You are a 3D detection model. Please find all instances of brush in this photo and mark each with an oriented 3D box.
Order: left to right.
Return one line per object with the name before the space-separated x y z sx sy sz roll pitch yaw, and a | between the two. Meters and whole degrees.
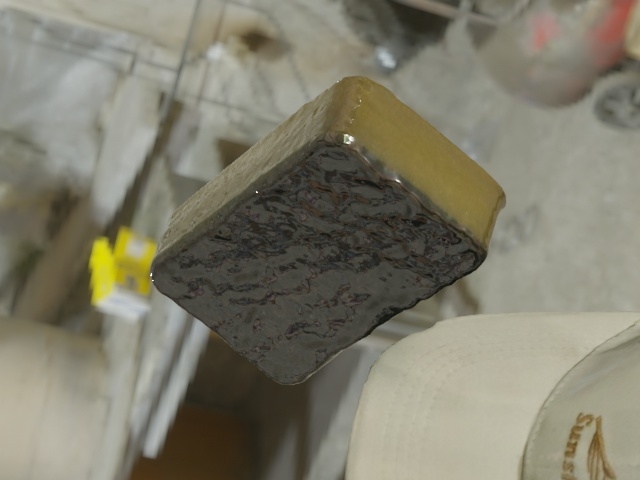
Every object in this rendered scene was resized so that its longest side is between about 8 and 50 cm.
brush | 0.000 0.000 0.954 0.197 0.123 0.059 -36 25 42

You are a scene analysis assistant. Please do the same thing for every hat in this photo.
hat | 0.166 0.131 0.954 0.168 0.301 0.258 89 -171 -76
